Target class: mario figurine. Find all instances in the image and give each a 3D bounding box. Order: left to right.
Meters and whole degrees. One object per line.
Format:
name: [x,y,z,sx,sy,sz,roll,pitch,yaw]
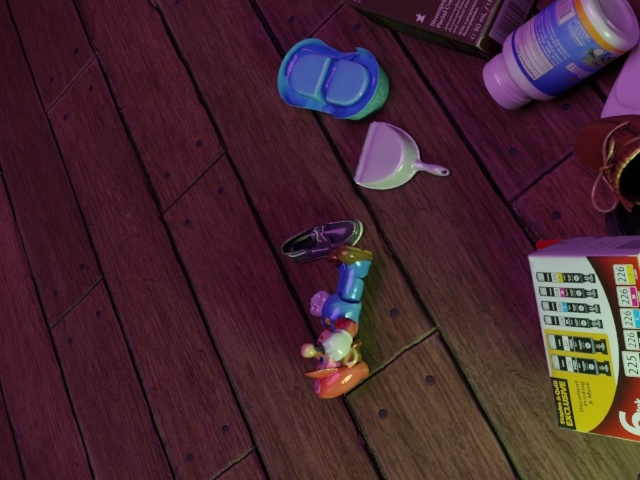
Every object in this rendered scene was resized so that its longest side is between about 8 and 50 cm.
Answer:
mario figurine: [0.018,0.171,1.845,0.170,0.198,0.320,2,77,25]

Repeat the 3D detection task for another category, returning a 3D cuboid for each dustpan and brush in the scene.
dustpan and brush: [0.182,-0.169,1.885,0.211,0.060,0.147,19,93,45]

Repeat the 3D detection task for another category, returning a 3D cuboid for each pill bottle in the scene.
pill bottle: [0.441,-0.357,1.643,0.272,0.152,0.152,-34,60,46]

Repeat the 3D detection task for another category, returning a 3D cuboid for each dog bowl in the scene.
dog bowl: [0.033,-0.366,2.024,0.297,0.074,0.166,22,93,39]

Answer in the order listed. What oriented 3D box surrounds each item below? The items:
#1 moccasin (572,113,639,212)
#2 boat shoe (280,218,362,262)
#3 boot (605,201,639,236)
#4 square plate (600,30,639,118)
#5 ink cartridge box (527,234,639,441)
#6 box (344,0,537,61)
moccasin: [0.530,-0.111,1.437,0.380,0.147,0.139,-126,28,-55]
boat shoe: [0.000,0.000,1.971,0.206,0.065,0.075,-21,68,32]
boot: [0.655,0.015,1.407,0.260,0.131,0.348,-48,65,34]
square plate: [0.643,-0.333,1.476,0.347,0.049,0.344,-66,25,5]
ink cartridge box: [0.458,0.156,1.448,0.272,0.130,0.309,-2,103,51]
box: [0.254,-0.523,1.851,0.381,0.143,0.191,30,99,39]
